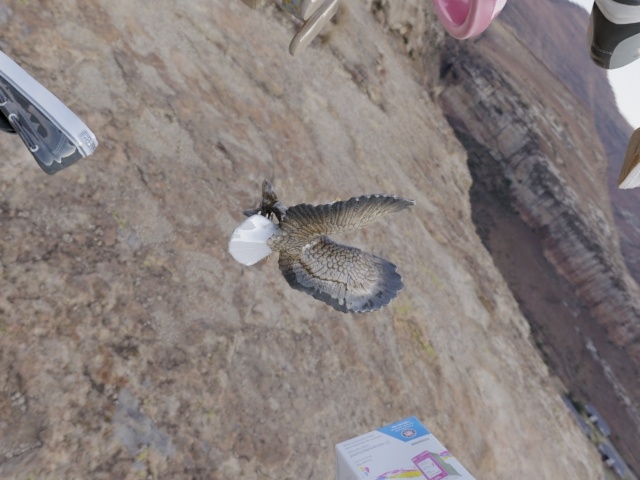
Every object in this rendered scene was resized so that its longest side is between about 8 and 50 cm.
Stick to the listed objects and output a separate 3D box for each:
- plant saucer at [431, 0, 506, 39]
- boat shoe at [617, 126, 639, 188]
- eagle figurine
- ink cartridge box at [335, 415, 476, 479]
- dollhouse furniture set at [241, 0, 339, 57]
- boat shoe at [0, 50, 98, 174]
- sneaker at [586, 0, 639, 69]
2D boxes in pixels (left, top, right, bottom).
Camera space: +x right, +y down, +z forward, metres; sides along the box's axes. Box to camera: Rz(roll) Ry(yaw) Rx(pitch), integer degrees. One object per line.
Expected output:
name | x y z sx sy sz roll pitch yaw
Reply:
plant saucer | 0.179 -0.429 0.671 0.332 0.084 0.332 -14 90 -85
boat shoe | 0.547 -0.141 0.858 0.096 0.098 0.277 14 -7 18
eagle figurine | 0.006 -0.009 0.998 0.298 0.225 0.226 22 -10 24
ink cartridge box | 0.078 0.216 0.458 0.088 0.052 0.122 -12 25 -23
dollhouse furniture set | -0.153 -0.486 0.844 0.362 0.256 0.394 39 -13 -3
boat shoe | -0.214 -0.094 0.378 0.142 0.040 0.049 35 -20 23
sneaker | 0.347 -0.268 0.523 0.100 0.271 0.108 44 -16 27
